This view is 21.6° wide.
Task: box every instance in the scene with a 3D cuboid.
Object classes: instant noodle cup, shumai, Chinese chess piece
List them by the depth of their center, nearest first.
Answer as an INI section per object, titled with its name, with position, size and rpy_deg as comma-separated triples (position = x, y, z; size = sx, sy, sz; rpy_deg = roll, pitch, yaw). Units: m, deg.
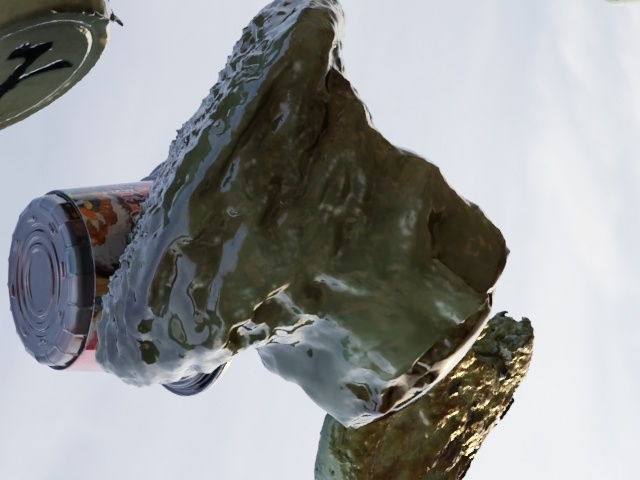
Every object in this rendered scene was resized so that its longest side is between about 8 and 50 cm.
[Chinese chess piece]
position = -0.298, -0.182, 1.521
size = 0.092, 0.237, 0.237
rpy_deg = 59, -158, 15
[shumai]
position = 0.000, 0.000, 1.530
size = 0.323, 0.397, 0.324
rpy_deg = 29, -178, -7
[instant noodle cup]
position = -0.217, 0.041, 1.761
size = 0.181, 0.302, 0.258
rpy_deg = -2, -114, -34

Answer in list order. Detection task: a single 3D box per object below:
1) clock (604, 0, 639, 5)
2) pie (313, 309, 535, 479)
[clock]
position = 0.330, -0.418, 1.750
size = 0.235, 0.096, 0.308
rpy_deg = -45, -60, -34
[pie]
position = 0.108, 0.185, 1.772
size = 0.302, 0.067, 0.303
rpy_deg = -29, -43, -31
